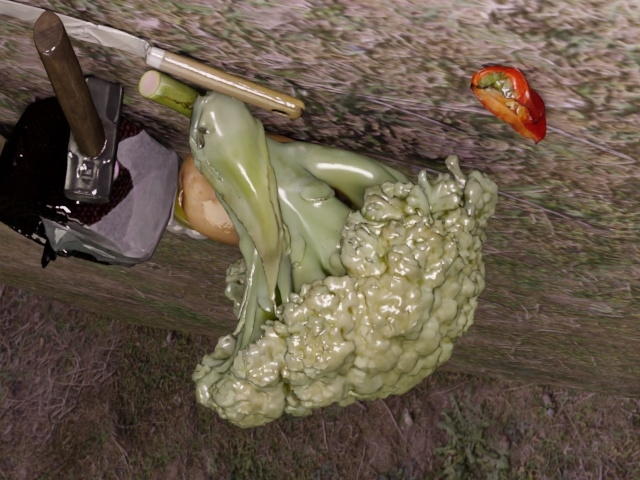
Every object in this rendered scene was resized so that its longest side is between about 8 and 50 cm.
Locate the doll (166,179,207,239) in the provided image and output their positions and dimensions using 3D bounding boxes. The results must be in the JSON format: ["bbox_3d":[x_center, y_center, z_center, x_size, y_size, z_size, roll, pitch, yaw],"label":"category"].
[{"bbox_3d":[-0.143,-0.039,2.135,0.106,0.062,0.162,19,171,-9],"label":"doll"}]

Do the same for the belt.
[{"bbox_3d":[-0.250,-0.045,1.924,0.184,0.164,0.289,24,170,-11],"label":"belt"}]

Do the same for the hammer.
[{"bbox_3d":[-0.204,-0.122,1.557,0.043,0.111,0.365,7,169,0],"label":"hammer"}]

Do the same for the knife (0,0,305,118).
[{"bbox_3d":[-0.151,-0.157,1.519,0.298,0.017,0.047,19,171,-8],"label":"knife"}]

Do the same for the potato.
[{"bbox_3d":[-0.048,-0.049,1.762,0.178,0.118,0.109,2,-142,-17],"label":"potato"}]

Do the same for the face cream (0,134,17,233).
[{"bbox_3d":[-0.397,-0.075,2.237,0.173,0.081,0.348,13,172,12],"label":"face cream"}]

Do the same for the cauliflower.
[{"bbox_3d":[0.007,0.020,1.639,0.281,0.327,0.260,49,155,28],"label":"cauliflower"}]

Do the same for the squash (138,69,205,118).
[{"bbox_3d":[-0.124,-0.126,1.641,0.027,0.027,0.083,7,170,39],"label":"squash"}]

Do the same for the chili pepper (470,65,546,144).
[{"bbox_3d":[0.148,-0.099,1.376,0.045,0.027,0.178,15,172,23],"label":"chili pepper"}]
